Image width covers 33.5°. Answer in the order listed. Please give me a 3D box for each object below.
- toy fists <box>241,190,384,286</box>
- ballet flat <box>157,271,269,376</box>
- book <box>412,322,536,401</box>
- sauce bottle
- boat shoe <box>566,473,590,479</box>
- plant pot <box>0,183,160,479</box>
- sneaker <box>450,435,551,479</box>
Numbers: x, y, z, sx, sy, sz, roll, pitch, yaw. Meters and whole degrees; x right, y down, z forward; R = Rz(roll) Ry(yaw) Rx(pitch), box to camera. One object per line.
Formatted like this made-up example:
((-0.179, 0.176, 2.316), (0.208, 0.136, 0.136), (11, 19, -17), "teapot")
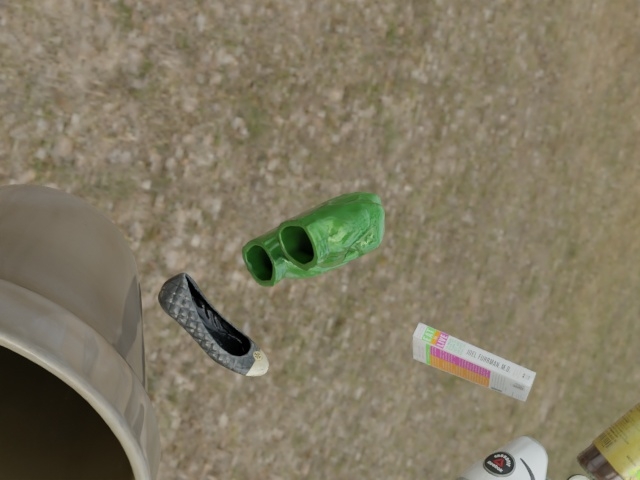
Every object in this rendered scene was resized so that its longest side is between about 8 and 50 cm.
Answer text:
((0.000, 0.000, 1.516), (0.142, 0.279, 0.096), (-27, 90, -25), "toy fists")
((-0.127, 0.108, 1.309), (0.173, 0.049, 0.057), (42, 32, -17), "ballet flat")
((0.180, 0.144, 1.254), (0.035, 0.144, 0.096), (-64, 166, -13), "book")
((0.517, 0.232, 1.471), (0.344, 0.111, 0.111), (-42, 155, 7), "sauce bottle")
((0.312, 0.336, 1.253), (0.043, 0.049, 0.137), (-39, 116, -74), "boat shoe")
((-0.276, 0.102, 0.918), (0.280, 0.323, 0.323), (-81, 171, -55), "plant pot")
((0.222, 0.346, 1.206), (0.146, 0.122, 0.330), (-36, 141, -23), "sneaker")
